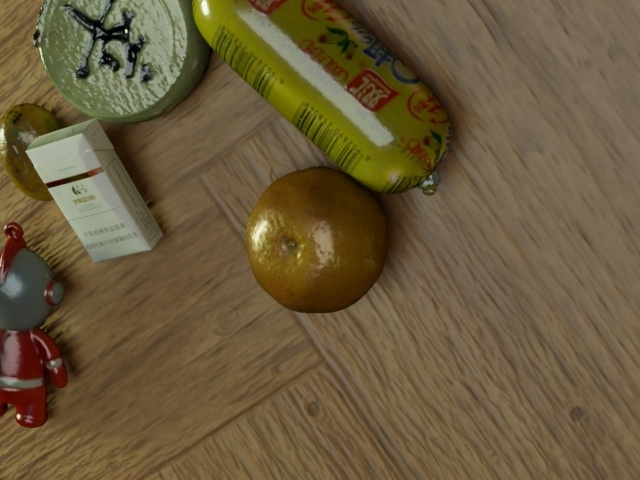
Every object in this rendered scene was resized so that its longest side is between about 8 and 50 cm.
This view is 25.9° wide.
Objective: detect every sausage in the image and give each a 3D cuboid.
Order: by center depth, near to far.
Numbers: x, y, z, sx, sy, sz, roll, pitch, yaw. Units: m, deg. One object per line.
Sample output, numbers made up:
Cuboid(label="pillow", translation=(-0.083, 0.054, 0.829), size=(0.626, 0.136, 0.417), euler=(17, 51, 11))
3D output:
Cuboid(label="sausage", translation=(-0.001, -0.176, 1.411), size=(0.347, 0.123, 0.123), euler=(43, 109, 5))

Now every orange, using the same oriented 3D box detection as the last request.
Cuboid(label="orange", translation=(0.000, 0.000, 1.442), size=(0.155, 0.134, 0.154), euler=(1, 92, 32))

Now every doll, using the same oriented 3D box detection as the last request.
Cuboid(label="doll", translation=(-0.353, 0.095, 1.593), size=(0.142, 0.076, 0.245), euler=(9, 106, 14))

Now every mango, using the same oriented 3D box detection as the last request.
Cuboid(label="mango", translation=(-0.320, -0.098, 1.559), size=(0.079, 0.057, 0.114), euler=(-15, 103, 15))

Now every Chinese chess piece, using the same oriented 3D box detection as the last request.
Cuboid(label="Chinese chess piece", translation=(-0.210, -0.219, 1.488), size=(0.188, 0.083, 0.188), euler=(2, 99, 16))

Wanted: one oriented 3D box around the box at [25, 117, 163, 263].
Cuboid(label="box", translation=(-0.247, -0.052, 1.518), size=(0.084, 0.040, 0.154), euler=(-12, 118, 32))
